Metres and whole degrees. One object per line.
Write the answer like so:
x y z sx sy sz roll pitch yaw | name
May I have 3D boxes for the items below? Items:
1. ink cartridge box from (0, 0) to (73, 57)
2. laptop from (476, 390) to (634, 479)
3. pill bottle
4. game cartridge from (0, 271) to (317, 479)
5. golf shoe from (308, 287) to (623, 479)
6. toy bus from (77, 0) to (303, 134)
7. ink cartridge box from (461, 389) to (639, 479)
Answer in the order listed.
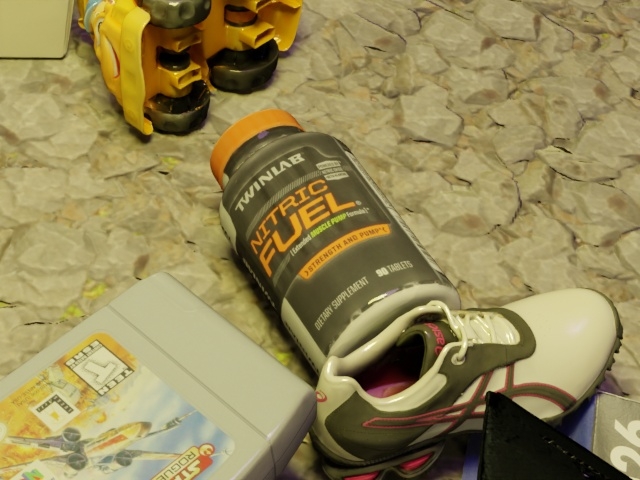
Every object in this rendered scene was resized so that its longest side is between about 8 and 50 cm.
-0.328 -0.306 1.517 0.171 0.168 0.233 -2 47 -16 | ink cartridge box
0.197 0.328 0.968 0.382 0.236 0.408 33 68 1 | laptop
0.000 0.000 1.329 0.130 0.130 0.246 -16 52 -27 | pill bottle
-0.155 0.158 1.139 0.297 0.062 0.198 -37 51 -26 | game cartridge
0.118 0.096 1.235 0.273 0.120 0.105 -25 52 -16 | golf shoe
-0.154 -0.228 1.506 0.211 0.149 0.220 31 49 24 | toy bus
0.249 0.252 1.190 0.307 0.072 0.304 16 45 -1 | ink cartridge box
